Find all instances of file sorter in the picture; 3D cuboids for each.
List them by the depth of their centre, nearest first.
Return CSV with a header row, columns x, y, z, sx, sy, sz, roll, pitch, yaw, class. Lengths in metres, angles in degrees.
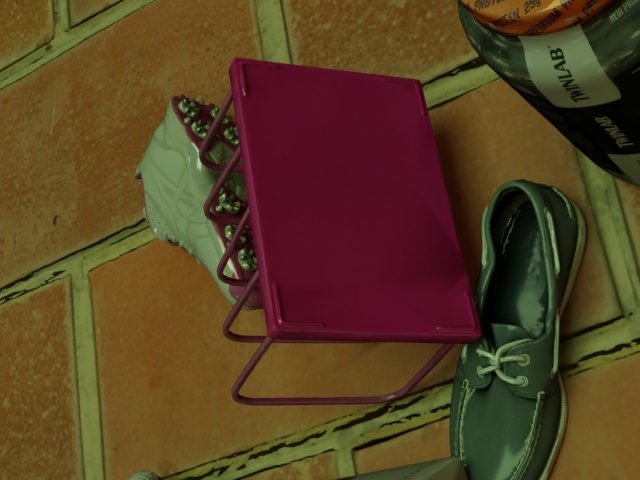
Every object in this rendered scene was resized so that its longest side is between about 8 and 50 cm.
x,y,z,sx,sy,sz,roll,pitch,yaw,class
0.000,0.000,1.200,0.182,0.202,0.290,126,141,-52,file sorter

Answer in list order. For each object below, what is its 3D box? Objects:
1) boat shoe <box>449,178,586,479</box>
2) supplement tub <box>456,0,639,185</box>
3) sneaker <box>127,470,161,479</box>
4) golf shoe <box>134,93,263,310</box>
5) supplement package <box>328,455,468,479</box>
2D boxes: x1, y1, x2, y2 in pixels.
x,y,z,sx,sy,sz,roll,pitch,yaw,class
0.170,0.096,1.133,0.116,0.099,0.319,7,78,33,boat shoe
0.250,-0.189,1.031,0.207,0.338,0.207,-12,67,31,supplement tub
-0.256,0.360,1.334,0.153,0.094,0.234,7,87,28,sneaker
-0.129,-0.024,1.392,0.140,0.115,0.306,-45,47,26,golf shoe
-0.011,0.318,1.100,0.293,0.177,0.175,-17,86,28,supplement package
